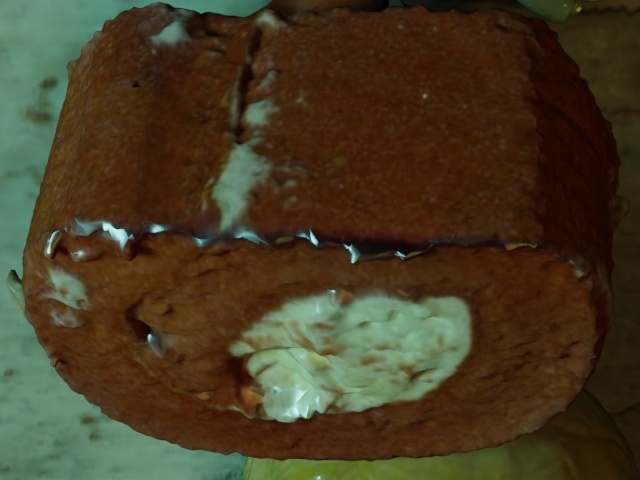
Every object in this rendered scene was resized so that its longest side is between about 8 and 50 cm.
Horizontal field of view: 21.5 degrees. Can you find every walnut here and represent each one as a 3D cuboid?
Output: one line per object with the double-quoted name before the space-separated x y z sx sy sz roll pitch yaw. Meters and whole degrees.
"walnut" 0.062 0.148 0.903 0.221 0.195 0.195 11 112 -23

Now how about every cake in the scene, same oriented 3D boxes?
"cake" 0.000 0.000 0.786 0.283 0.151 0.177 0 144 9

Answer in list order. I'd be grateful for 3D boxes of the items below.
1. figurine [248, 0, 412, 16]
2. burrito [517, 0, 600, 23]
"figurine" 0.031 -0.090 0.845 0.140 0.068 0.075 28 108 -21
"burrito" 0.116 -0.148 0.838 0.074 0.044 0.118 -34 151 3
